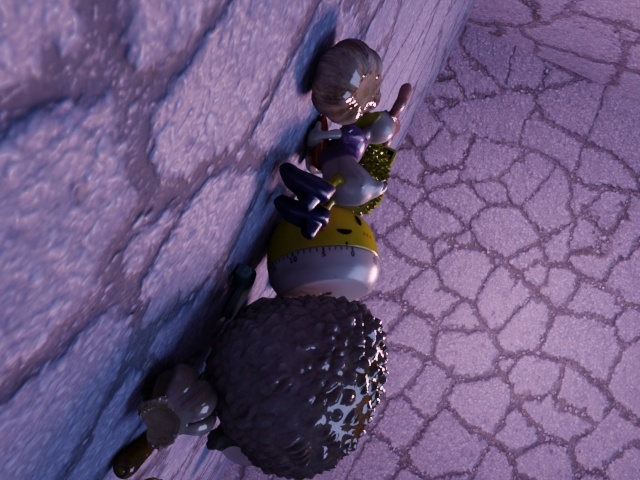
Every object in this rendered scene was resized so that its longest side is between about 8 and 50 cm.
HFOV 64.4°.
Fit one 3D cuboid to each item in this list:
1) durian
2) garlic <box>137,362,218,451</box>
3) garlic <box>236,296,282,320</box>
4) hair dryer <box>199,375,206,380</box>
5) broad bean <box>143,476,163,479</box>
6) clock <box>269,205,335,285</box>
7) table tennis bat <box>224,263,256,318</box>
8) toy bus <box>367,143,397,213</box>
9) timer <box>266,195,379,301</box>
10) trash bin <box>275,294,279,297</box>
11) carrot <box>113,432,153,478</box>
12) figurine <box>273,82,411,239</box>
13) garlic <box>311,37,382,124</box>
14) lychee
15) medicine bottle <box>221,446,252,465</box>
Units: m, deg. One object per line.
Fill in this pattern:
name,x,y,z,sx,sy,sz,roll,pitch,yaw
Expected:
durian,0.120,-0.179,1.554,0.355,0.170,0.157,106,7,-61
garlic,-0.247,0.290,0.925,0.127,0.131,0.194,-28,180,-5
garlic,-0.095,0.254,1.304,0.210,0.238,0.291,17,64,-56
hair dryer,-0.291,0.356,1.185,0.154,0.054,0.106,88,27,-68
broad bean,-0.418,0.588,1.148,0.070,0.048,0.213,-62,170,5
clock,-0.049,0.018,1.527,0.312,0.061,0.312,-60,172,-14
table tennis bat,-0.172,0.105,1.117,0.124,0.033,0.201,-60,175,-29
toy bus,0.159,-0.213,1.744,0.128,0.150,0.262,-59,170,-32
timer,0.000,0.000,1.200,0.285,0.285,0.285,-60,173,-13
trash bin,-0.083,0.309,1.800,0.301,0.203,0.252,109,-16,-49
carrot,-0.349,0.409,1.001,0.047,0.047,0.191,-62,177,4
figurine,0.067,-0.183,1.068,0.154,0.193,0.420,102,13,-54
garlic,0.042,-0.277,0.889,0.159,0.102,0.147,-24,140,-50
lychee,-0.049,0.293,1.057,0.432,0.380,0.380,-32,163,-17
medicine bottle,-0.259,0.727,2.124,0.371,0.211,0.211,-52,168,-56
